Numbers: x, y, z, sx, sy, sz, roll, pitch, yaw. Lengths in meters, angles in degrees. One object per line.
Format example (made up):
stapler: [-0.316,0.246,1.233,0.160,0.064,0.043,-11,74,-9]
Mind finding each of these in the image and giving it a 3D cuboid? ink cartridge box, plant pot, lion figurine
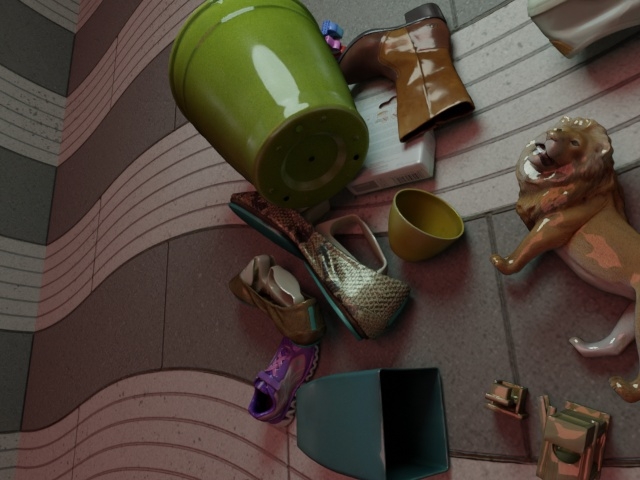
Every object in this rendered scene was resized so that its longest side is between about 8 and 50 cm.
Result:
ink cartridge box: [0.151,-0.213,0.956,0.181,0.056,0.224,-11,53,38]
plant pot: [-0.083,-0.261,0.939,0.366,0.367,0.353,-47,53,21]
lion figurine: [0.400,0.023,0.632,0.240,0.142,0.392,-43,68,14]
plant pot: [0.176,-0.015,0.828,0.134,0.134,0.095,57,139,35]
plant pot: [0.072,0.313,0.798,0.234,0.166,0.165,-19,66,44]

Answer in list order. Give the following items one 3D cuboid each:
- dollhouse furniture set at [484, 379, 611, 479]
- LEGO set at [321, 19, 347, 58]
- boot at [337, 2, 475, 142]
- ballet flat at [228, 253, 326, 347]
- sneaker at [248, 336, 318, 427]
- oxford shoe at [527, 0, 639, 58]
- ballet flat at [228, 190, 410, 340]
dollhouse furniture set: [0.279,0.264,0.615,0.161,0.182,0.101,9,84,41]
LEGO set: [-0.034,-0.507,1.148,0.227,0.093,0.086,5,82,41]
boot: [0.158,-0.312,0.936,0.264,0.096,0.280,-17,63,23]
ballet flat: [-0.105,0.104,0.996,0.342,0.116,0.124,30,129,52]
sneaker: [-0.085,0.286,0.970,0.095,0.105,0.236,20,91,43]
oxford shoe: [0.532,-0.385,0.626,0.450,0.169,0.130,-17,109,28]
ballet flat: [0.000,0.000,0.965,0.182,0.164,0.483,-45,57,-5]
